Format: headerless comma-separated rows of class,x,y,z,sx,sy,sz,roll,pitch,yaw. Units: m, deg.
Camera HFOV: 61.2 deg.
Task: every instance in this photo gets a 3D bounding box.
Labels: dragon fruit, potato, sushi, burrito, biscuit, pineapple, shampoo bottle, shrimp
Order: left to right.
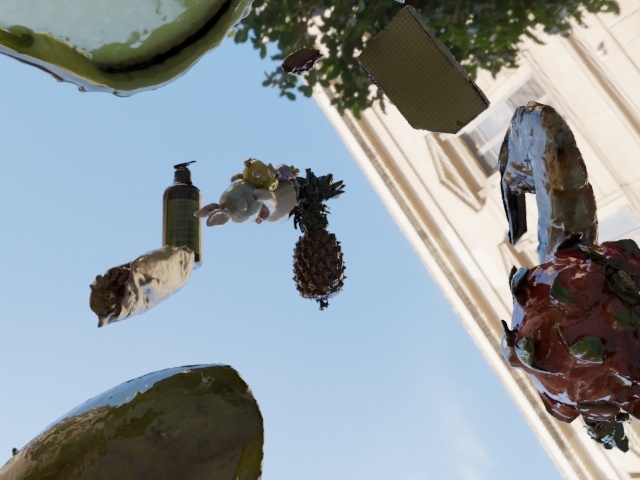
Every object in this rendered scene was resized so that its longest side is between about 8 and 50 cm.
potato,-0.227,-0.317,0.559,0.330,0.280,0.213,-28,-106,2
potato,-0.152,0.198,0.389,0.176,0.298,0.141,19,-141,-58
burrito,-0.335,0.075,1.065,0.076,0.392,0.117,7,-83,7
shampoo bottle,-0.350,-0.067,1.373,0.101,0.101,0.284,2,-109,-21
sushi,-0.040,-0.385,1.174,0.099,0.050,0.047,-36,-109,-6
pineapple,0.000,-0.001,0.854,0.103,0.083,0.221,0,-100,-19
biscuit,0.200,-0.313,1.056,0.252,0.150,0.052,51,-141,3
shrimp,0.319,-0.017,0.781,0.071,0.233,0.365,-13,-70,-2
dragon fruit,0.240,0.096,0.478,0.236,0.135,0.137,55,-131,-35

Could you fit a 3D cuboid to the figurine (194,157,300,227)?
figurine,-0.157,-0.100,1.211,0.235,0.155,0.127,-7,-133,-48

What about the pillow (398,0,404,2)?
pillow,0.063,-0.306,0.467,0.055,0.208,0.141,-20,-85,-1
